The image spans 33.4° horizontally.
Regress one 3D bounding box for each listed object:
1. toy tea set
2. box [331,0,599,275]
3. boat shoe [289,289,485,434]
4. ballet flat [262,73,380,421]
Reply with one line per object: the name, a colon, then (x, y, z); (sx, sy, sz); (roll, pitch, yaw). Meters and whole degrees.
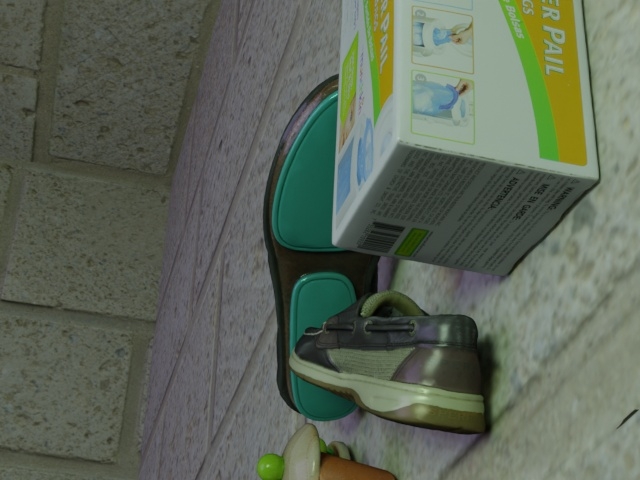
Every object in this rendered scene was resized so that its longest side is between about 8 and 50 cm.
toy tea set: (-0.049, 0.259, 0.799); (0.200, 0.124, 0.336); (-104, 27, -61)
box: (0.073, -0.101, 0.584); (0.114, 0.103, 0.203); (120, 156, -58)
boat shoe: (0.043, 0.068, 0.666); (0.223, 0.080, 0.073); (-175, 101, -72)
ballet flat: (0.000, 0.000, 0.787); (0.096, 0.095, 0.280); (-106, 21, -62)
